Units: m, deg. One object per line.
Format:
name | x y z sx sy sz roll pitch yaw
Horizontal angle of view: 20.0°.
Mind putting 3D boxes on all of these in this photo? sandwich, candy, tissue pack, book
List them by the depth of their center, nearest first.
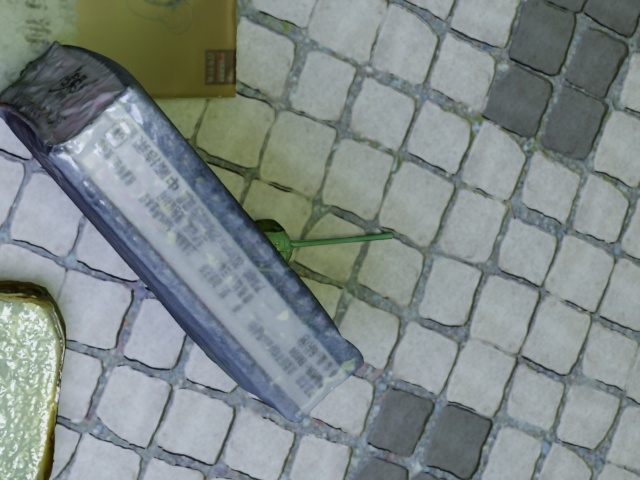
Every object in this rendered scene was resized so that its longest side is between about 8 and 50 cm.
tissue pack | -0.150 -0.012 1.876 0.124 0.288 0.394 -43 116 -9
sandwich | -0.386 0.159 1.914 0.226 0.087 0.251 5 96 -23
book | -0.272 -0.282 1.947 0.389 0.032 0.269 -4 99 -23
candy | 0.000 0.000 2.100 0.202 0.061 0.061 -5 98 -32
